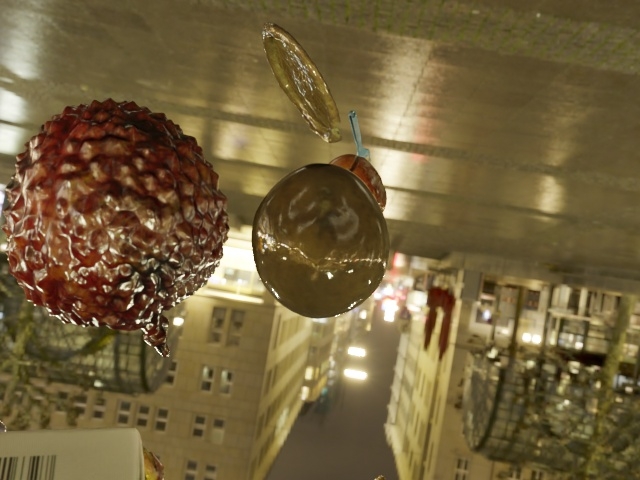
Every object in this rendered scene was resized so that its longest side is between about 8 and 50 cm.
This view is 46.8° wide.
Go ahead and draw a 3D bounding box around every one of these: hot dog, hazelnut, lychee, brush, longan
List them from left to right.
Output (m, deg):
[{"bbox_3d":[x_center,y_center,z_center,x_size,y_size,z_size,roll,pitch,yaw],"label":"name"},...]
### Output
[{"bbox_3d":[-0.374,-0.015,1.391,0.425,0.500,0.424,-12,-178,0],"label":"lychee"},{"bbox_3d":[-0.406,0.547,1.670,0.103,0.146,0.213,11,157,12],"label":"hot dog"},{"bbox_3d":[0.000,0.000,0.892,0.167,0.187,0.167,3,180,0],"label":"longan"},{"bbox_3d":[0.065,-0.099,1.519,0.154,0.143,0.143,50,172,-4],"label":"hazelnut"},{"bbox_3d":[0.087,-0.224,1.681,0.014,0.051,0.164,15,139,34],"label":"brush"}]

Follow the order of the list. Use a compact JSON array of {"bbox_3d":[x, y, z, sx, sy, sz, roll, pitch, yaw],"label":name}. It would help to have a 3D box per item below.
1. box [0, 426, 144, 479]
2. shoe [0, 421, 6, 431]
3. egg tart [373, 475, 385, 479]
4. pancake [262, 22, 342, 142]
[{"bbox_3d":[-0.275,0.229,0.504,0.299,0.200,0.106,2,-137,-12],"label":"box"},{"bbox_3d":[-0.569,0.401,1.181,0.137,0.245,0.095,42,-179,-20],"label":"shoe"},{"bbox_3d":[0.145,0.569,1.475,0.074,0.191,0.191,-3,177,-3],"label":"egg tart"},{"bbox_3d":[-0.026,-0.216,1.024,0.021,0.199,0.199,-33,-177,-8],"label":"pancake"}]
